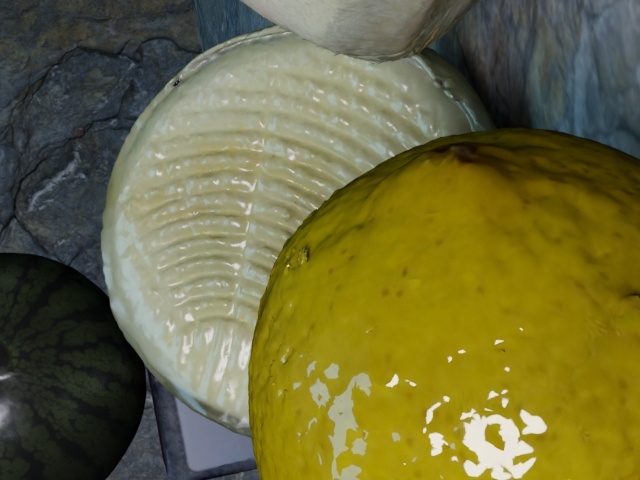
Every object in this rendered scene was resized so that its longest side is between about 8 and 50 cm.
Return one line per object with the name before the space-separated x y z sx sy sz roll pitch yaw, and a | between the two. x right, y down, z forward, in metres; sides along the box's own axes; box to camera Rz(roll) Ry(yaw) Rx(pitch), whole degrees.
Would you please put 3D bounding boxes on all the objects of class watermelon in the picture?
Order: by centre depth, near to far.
watermelon | -0.320 0.151 1.036 0.359 0.279 0.279 123 136 -72

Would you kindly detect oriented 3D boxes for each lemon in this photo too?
lemon | 0.096 0.081 0.511 0.293 0.293 0.293 170 90 -80

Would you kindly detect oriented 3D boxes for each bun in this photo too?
bun | 0.004 -0.002 0.860 0.202 0.364 0.364 -1 -101 -69

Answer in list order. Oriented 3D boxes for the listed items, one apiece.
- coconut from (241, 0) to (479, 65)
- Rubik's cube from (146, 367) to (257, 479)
coconut | 0.018 -0.243 0.666 0.230 0.227 0.227 40 161 8
Rubik's cube | -0.054 0.053 1.144 0.318 0.316 0.313 -144 45 -73
